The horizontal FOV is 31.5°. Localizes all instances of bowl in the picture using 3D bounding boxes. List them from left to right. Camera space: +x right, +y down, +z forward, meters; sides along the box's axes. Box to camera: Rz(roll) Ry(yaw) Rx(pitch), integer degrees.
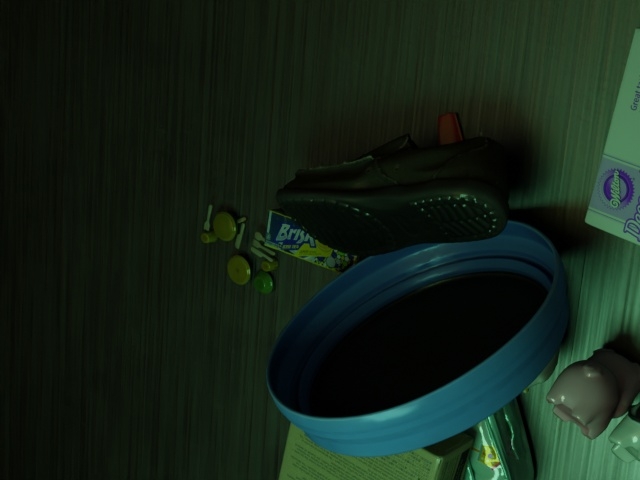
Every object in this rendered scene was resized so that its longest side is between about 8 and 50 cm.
[{"bbox_3d":[0.121,0.115,1.397,0.391,0.391,0.077,-9,120,38],"label":"bowl"}]

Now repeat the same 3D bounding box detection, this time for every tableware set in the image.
[{"bbox_3d":[-0.126,0.015,1.779,0.154,0.024,0.104,30,119,28],"label":"tableware set"}]

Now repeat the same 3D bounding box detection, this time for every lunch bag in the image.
[{"bbox_3d":[0.163,0.236,1.543,0.224,0.108,0.279,-19,87,38],"label":"lunch bag"}]

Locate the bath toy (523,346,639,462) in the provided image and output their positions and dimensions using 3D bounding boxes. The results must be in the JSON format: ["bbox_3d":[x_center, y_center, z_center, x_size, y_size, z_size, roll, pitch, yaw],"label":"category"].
[{"bbox_3d":[0.356,0.185,1.378,0.348,0.151,0.129,34,79,31],"label":"bath toy"}]

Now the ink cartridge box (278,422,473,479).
[{"bbox_3d":[0.067,0.304,1.504,0.235,0.088,0.193,26,115,31],"label":"ink cartridge box"}]

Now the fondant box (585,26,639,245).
[{"bbox_3d":[0.472,-0.077,1.228,0.330,0.096,0.238,28,115,41],"label":"fondant box"}]

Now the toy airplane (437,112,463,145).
[{"bbox_3d":[0.158,-0.096,1.535,0.151,0.028,0.151,9,105,36],"label":"toy airplane"}]

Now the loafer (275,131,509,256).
[{"bbox_3d":[0.102,-0.066,1.504,0.366,0.134,0.130,0,54,39],"label":"loafer"}]

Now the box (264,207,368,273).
[{"bbox_3d":[0.000,0.000,1.657,0.169,0.054,0.059,19,110,33],"label":"box"}]
